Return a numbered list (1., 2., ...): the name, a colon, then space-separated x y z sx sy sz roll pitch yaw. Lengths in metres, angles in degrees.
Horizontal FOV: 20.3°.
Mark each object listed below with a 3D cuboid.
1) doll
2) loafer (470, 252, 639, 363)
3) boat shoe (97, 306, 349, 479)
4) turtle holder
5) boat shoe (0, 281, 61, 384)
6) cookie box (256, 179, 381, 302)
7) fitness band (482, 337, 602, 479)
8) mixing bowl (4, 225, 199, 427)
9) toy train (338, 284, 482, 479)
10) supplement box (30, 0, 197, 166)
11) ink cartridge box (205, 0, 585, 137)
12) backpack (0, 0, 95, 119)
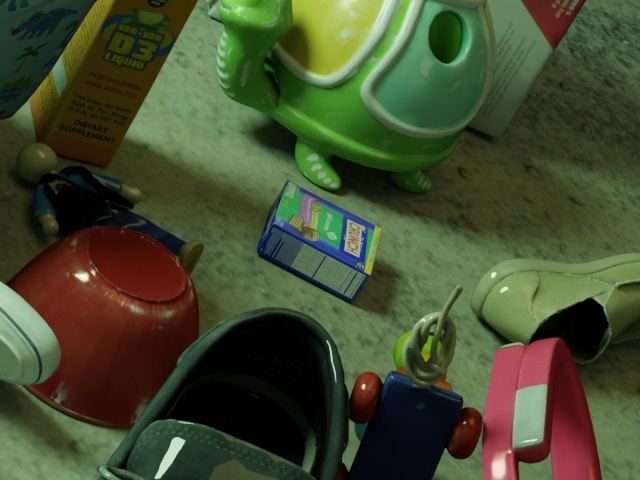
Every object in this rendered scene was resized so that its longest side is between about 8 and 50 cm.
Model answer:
1. doll: -0.195 -0.026 1.594 0.189 0.046 0.129 34 32 16
2. loafer: 0.277 0.076 1.818 0.268 0.102 0.092 -1 44 -29
3. boat shoe: -0.089 0.208 1.239 0.186 0.156 0.500 27 32 0
4. turtle holder: 0.034 -0.211 1.881 0.320 0.227 0.243 22 33 -16
5. boat shoe: -0.308 0.056 1.365 0.226 0.083 0.076 28 41 16
6. cookie box: 0.000 0.000 1.732 0.107 0.040 0.092 28 30 -7
7. fitness band: 0.188 0.207 1.477 0.054 0.209 0.291 -11 26 17
8. mixing bowl: -0.167 0.054 1.456 0.181 0.098 0.181 23 32 -15
9. toy train: 0.081 0.113 1.446 0.105 0.248 0.143 19 25 -1
10. supplement box: -0.187 -0.182 1.640 0.078 0.233 0.080 14 35 -26
11. ink cartridge box: 0.098 -0.330 2.054 0.384 0.279 0.160 22 31 -15
12. backpack: -0.321 -0.213 1.453 0.290 0.355 0.273 -8 49 -48
